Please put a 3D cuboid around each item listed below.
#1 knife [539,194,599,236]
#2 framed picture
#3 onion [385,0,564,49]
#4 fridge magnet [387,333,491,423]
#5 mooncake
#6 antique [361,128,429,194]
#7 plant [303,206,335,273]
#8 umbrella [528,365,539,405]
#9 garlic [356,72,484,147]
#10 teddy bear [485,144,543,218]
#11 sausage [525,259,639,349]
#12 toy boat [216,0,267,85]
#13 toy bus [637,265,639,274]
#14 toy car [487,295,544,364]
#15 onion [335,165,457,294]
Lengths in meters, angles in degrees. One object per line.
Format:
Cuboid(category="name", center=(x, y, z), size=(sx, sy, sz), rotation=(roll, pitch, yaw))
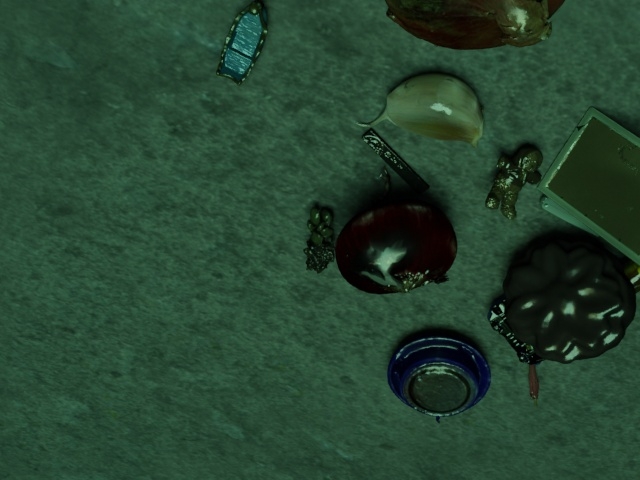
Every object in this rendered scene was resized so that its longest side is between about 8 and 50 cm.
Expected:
Cuboid(category="knife", center=(0.560, -0.059, 1.601), size=(0.162, 0.023, 0.044), rotation=(26, 119, -7))
Cuboid(category="framed picture", center=(0.604, -0.112, 1.474), size=(0.273, 0.016, 0.216), rotation=(45, 129, 26))
Cuboid(category="onion", center=(0.266, -0.479, 1.229), size=(0.354, 0.353, 0.353), rotation=(4, 124, 7))
Cuboid(category="fridge magnet", center=(0.304, 0.355, 1.863), size=(0.266, 0.112, 0.265), rotation=(4, 122, 6))
Cuboid(category="mooncake", center=(0.538, 0.131, 1.587), size=(0.283, 0.283, 0.141), rotation=(-28, 157, 24))
Cuboid(category="antique", center=(0.167, -0.172, 1.598), size=(0.192, 0.015, 0.031), rotation=(42, 120, -17))
Cuboid(category="plant", center=(0.000, 0.000, 1.706), size=(0.085, 0.087, 0.174), rotation=(-13, 124, -24))
Cuboid(category="umbrella", center=(0.555, 0.366, 1.882), size=(0.027, 0.025, 0.165), rotation=(5, 123, 29))
Cuboid(category="garlic", center=(0.208, -0.276, 1.488), size=(0.267, 0.128, 0.148), rotation=(14, 113, 13))
Cuboid(category="teddy bear", center=(0.413, -0.133, 1.551), size=(0.119, 0.078, 0.160), rotation=(24, 103, -27))
Cuboid(category="sausage", center=(0.625, 0.144, 1.658), size=(0.371, 0.082, 0.082), rotation=(-39, 110, 19))
Cuboid(category="toy boat", center=(-0.154, -0.404, 1.463), size=(0.075, 0.077, 0.185), rotation=(27, 123, -7))
Cuboid(category="toy bus", center=(0.754, 0.026, 1.441), size=(0.152, 0.144, 0.330), rotation=(38, 137, 17))
Cuboid(category="toy car", center=(0.493, 0.218, 1.767), size=(0.103, 0.063, 0.216), rotation=(-37, 114, 13))
Cuboid(category="onion", center=(0.161, -0.009, 1.615), size=(0.273, 0.285, 0.273), rotation=(-10, 155, -5))
